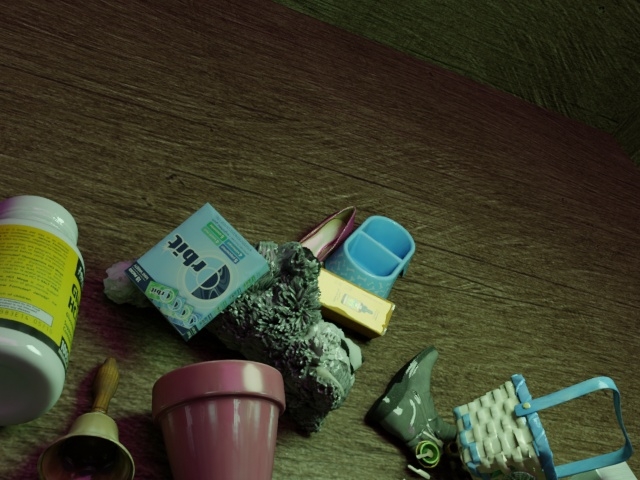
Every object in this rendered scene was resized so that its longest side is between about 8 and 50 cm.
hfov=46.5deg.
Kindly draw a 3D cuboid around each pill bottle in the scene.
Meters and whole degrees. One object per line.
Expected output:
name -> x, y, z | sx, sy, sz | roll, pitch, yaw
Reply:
pill bottle -> -0.455, 0.088, 1.105 | 0.188, 0.188, 0.334 | 17, 37, -21

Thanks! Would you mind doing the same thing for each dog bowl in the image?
dog bowl -> 0.126, 0.036, 1.743 | 0.166, 0.074, 0.297 | 37, 34, 7

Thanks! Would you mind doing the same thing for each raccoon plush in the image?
raccoon plush -> -0.147, 0.188, 1.308 | 0.447, 0.216, 0.299 | -7, 58, -2

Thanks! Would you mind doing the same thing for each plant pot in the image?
plant pot -> -0.146, 0.296, 1.102 | 0.201, 0.201, 0.180 | 10, 55, -30

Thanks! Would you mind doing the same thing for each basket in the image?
basket -> 0.402, 0.362, 1.333 | 0.201, 0.289, 0.254 | -103, 166, -52

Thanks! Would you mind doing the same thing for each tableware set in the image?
tableware set -> 0.202, 0.419, 1.309 | 0.104, 0.024, 0.154 | 32, 57, -2

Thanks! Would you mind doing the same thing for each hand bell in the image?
hand bell -> -0.328, 0.251, 1.099 | 0.126, 0.126, 0.242 | 20, 24, -18

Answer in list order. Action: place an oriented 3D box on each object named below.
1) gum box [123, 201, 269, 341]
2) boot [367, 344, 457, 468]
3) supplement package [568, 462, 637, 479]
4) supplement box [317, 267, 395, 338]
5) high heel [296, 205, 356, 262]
gum box -> -0.206, 0.050, 1.248 | 0.184, 0.041, 0.157 | -41, 72, -15
boot -> 0.204, 0.324, 1.449 | 0.161, 0.083, 0.246 | 44, 41, 5
supplement package -> 0.573, 0.528, 1.443 | 0.105, 0.105, 0.179 | 6, 42, -33
supplement box -> 0.031, 0.121, 1.537 | 0.233, 0.080, 0.078 | 27, 68, -7
high heel -> 0.000, 0.000, 1.648 | 0.082, 0.117, 0.244 | 42, 35, 15
